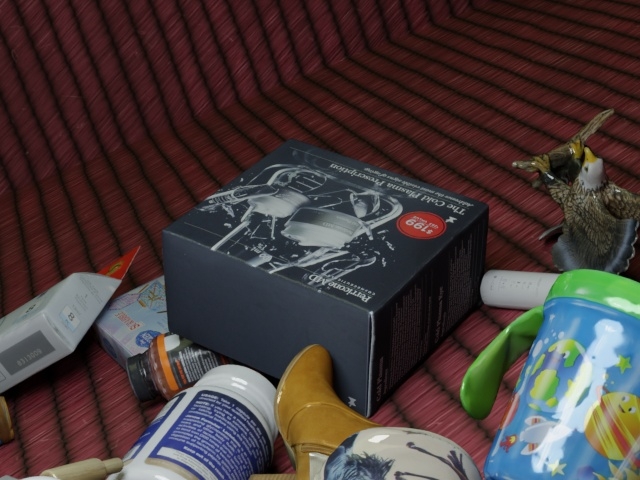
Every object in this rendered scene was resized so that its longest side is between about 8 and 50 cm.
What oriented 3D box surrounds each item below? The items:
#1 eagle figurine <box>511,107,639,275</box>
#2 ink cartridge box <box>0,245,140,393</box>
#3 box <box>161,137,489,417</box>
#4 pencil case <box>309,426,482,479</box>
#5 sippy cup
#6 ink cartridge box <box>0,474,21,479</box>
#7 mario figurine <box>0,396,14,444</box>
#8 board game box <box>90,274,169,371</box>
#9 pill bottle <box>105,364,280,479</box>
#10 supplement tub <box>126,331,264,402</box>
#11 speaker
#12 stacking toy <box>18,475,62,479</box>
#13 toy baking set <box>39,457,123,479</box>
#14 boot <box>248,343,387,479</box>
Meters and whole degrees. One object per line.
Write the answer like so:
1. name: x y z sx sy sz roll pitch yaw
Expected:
1. eagle figurine: 0.415 -0.045 2.000 0.226 0.225 0.298 -55 50 15
2. ink cartridge box: -0.489 0.130 2.346 0.308 0.091 0.385 -30 17 22
3. box: 0.010 0.039 1.938 0.343 0.179 0.312 20 39 27
4. pencil case: 0.028 0.334 1.248 0.183 0.160 0.410 -3 24 19
5. sippy cup: 0.280 0.183 1.368 0.224 0.240 0.305 -57 5 -16
6. ink cartridge box: -0.407 0.363 1.685 0.176 0.069 0.371 -28 5 -24
7. mario figurine: -0.627 0.281 2.061 0.320 0.170 0.198 -20 -12 -22
8. board game box: -0.192 0.111 2.265 0.318 0.066 0.319 -26 19 -17
9. pill bottle: -0.146 0.268 1.675 0.153 0.153 0.264 -10 22 26
10. supplement tub: -0.179 0.173 2.030 0.198 0.106 0.106 -18 19 2
11. speaker: 0.289 0.070 1.935 0.136 0.055 0.055 2 29 47
12. stacking toy: -0.298 0.381 1.170 0.350 0.350 0.480 -13 26 18
13. toy baking set: -0.332 0.287 1.485 0.197 0.030 0.256 -30 -12 22
14. boot: 0.045 0.235 1.649 0.211 0.104 0.295 -3 38 22
